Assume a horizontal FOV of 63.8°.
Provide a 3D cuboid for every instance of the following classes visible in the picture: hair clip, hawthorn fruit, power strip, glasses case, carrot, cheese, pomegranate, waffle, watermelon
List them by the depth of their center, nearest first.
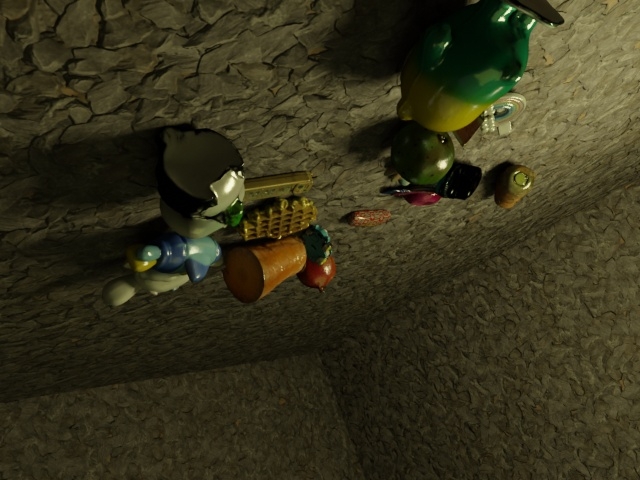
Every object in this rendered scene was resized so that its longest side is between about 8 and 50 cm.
[{"bbox_3d":[-0.142,-0.149,1.441,0.305,0.044,0.064,-12,156,-25],"label":"power strip"},{"bbox_3d":[0.271,-0.237,1.471,0.187,0.187,0.225,-8,167,-32],"label":"pomegranate"},{"bbox_3d":[0.433,-0.350,1.486,0.069,0.087,0.163,-38,172,-15],"label":"watermelon"},{"bbox_3d":[0.541,-0.388,1.540,0.140,0.054,0.220,-15,158,16],"label":"hair clip"},{"bbox_3d":[-0.134,-0.062,1.649,0.249,0.056,0.253,-28,160,16],"label":"waffle"},{"bbox_3d":[-0.175,0.090,1.741,0.254,0.196,0.196,-17,162,-49],"label":"carrot"},{"bbox_3d":[0.334,-0.165,1.834,0.244,0.062,0.155,4,174,-27],"label":"cheese"},{"bbox_3d":[0.182,-0.078,1.929,0.194,0.049,0.073,-5,154,-38],"label":"glasses case"},{"bbox_3d":[-0.013,0.110,2.006,0.169,0.188,0.169,-25,165,-7],"label":"hawthorn fruit"},{"bbox_3d":[0.766,-0.217,2.066,0.139,0.138,0.302,-22,166,0],"label":"carrot"}]

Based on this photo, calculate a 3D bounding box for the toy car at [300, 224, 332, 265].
[{"bbox_3d":[0.000,0.000,1.878,0.098,0.126,0.161,-34,160,-40],"label":"toy car"}]

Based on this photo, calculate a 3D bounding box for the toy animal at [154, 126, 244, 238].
[{"bbox_3d":[-0.267,-0.112,1.177,0.213,0.212,0.266,-17,155,-14],"label":"toy animal"}]

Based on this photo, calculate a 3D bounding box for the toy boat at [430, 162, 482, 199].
[{"bbox_3d":[0.476,-0.222,1.832,0.299,0.092,0.134,-2,119,-55],"label":"toy boat"}]

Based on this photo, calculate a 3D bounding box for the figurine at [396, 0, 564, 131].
[{"bbox_3d":[0.315,-0.373,1.095,0.324,0.231,0.340,-5,148,-36],"label":"figurine"}]

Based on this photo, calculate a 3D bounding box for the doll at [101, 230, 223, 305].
[{"bbox_3d":[-0.422,0.066,1.486,0.376,0.187,0.365,-43,-178,-30],"label":"doll"}]

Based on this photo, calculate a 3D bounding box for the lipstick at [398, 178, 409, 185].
[{"bbox_3d":[0.265,-0.227,1.651,0.048,0.048,0.158,-24,159,5],"label":"lipstick"}]
